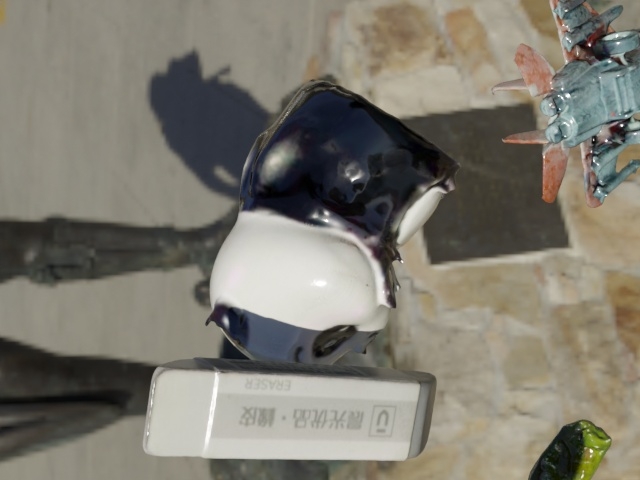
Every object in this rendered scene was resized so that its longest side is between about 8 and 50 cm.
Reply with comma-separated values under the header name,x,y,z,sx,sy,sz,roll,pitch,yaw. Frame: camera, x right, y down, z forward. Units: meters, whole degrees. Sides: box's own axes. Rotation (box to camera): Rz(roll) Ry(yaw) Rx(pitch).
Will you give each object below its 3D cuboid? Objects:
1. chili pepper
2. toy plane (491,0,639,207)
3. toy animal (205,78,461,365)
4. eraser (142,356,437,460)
name,x,y,z,sx,sy,sz,roll,pitch,yaw
chili pepper,0.318,0.324,1.722,0.072,0.073,0.204,38,114,18
toy plane,0.299,-0.163,1.218,0.104,0.326,0.222,12,123,53
toy animal,0.000,0.000,1.437,0.310,0.251,0.251,-58,23,-1
eraser,-0.018,0.165,1.235,0.061,0.352,0.089,14,96,57
